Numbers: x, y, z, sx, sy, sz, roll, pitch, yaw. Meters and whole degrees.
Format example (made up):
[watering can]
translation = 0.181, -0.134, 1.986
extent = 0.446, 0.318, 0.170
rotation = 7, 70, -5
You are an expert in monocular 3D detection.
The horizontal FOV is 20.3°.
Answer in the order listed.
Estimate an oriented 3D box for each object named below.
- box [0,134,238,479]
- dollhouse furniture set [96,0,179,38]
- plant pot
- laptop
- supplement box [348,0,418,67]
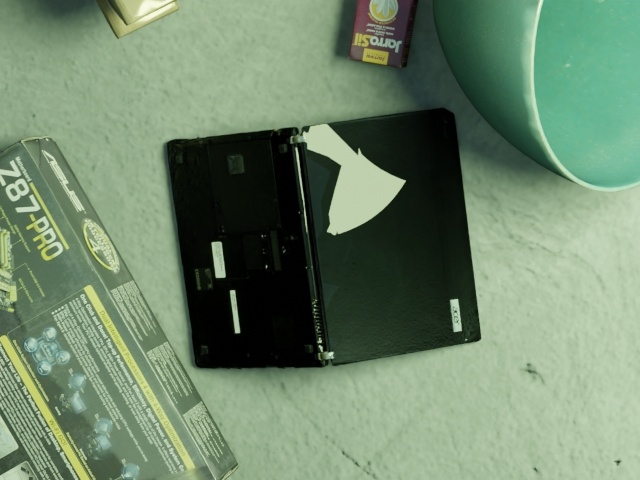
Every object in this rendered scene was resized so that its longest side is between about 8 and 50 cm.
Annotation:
[box]
translation = -0.317, 0.140, 1.804
extent = 0.318, 0.097, 0.395
rotation = -31, 89, 15
[dollhouse furniture set]
translation = -0.052, -0.405, 1.569
extent = 0.394, 0.362, 0.256
rotation = -29, 91, -15
[plant pot]
translation = 0.215, -0.208, 1.591
extent = 0.195, 0.290, 0.290
rotation = 24, 103, 45
[laptop]
translation = 0.000, 0.000, 1.766
extent = 0.264, 0.136, 0.234
rotation = -4, 95, 37
[supplement box]
translation = 0.061, -0.211, 1.714
extent = 0.055, 0.043, 0.083
rotation = 10, 99, 9
